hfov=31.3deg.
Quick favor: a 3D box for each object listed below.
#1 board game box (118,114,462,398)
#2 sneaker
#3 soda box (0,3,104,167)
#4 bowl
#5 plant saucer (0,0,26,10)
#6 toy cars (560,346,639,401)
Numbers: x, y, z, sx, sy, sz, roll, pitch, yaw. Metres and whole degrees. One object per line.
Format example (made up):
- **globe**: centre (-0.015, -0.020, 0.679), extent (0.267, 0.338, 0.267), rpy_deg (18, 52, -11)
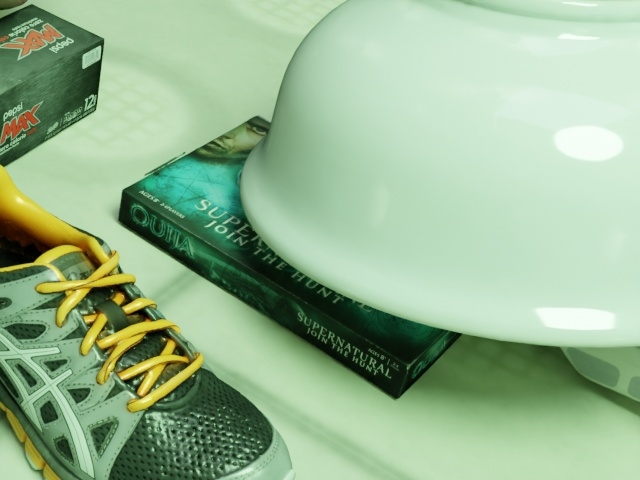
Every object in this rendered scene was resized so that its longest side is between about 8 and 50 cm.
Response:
- **board game box**: centre (0.000, 0.000, 0.630), extent (0.186, 0.026, 0.126), rpy_deg (31, 39, 19)
- **sneaker**: centre (-0.101, 0.044, 0.489), extent (0.215, 0.083, 0.084), rpy_deg (31, 38, 18)
- **soda box**: centre (-0.194, -0.074, 0.634), extent (0.060, 0.053, 0.169), rpy_deg (27, 37, 14)
- **bowl**: centre (0.108, -0.077, 0.587), extent (0.298, 0.134, 0.298), rpy_deg (4, 27, -2)
- **plant saucer**: centre (-0.286, -0.178, 0.611), extent (0.332, 0.084, 0.332), rpy_deg (3, 4, 0)
- **toy cars**: centre (0.279, 0.053, 0.620), extent (0.394, 0.087, 0.176), rpy_deg (3, 29, -11)
